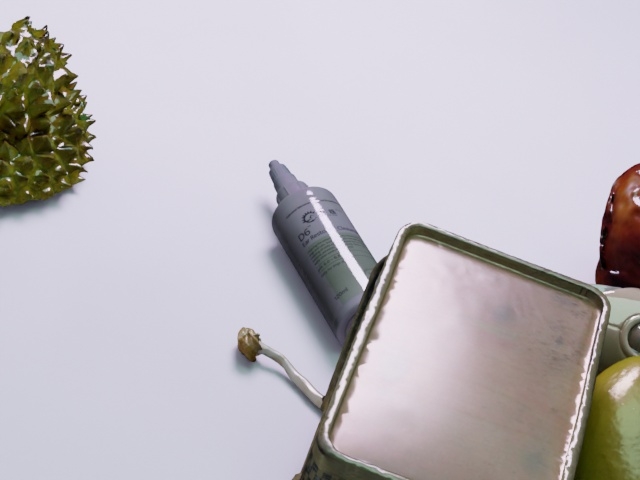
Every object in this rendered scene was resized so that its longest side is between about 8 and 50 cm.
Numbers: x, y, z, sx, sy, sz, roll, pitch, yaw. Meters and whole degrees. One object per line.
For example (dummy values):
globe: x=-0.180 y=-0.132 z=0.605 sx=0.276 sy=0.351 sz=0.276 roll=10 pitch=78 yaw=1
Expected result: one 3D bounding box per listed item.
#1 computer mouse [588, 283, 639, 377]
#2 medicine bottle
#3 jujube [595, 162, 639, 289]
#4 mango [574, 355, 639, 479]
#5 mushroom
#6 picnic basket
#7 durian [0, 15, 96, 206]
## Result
computer mouse: x=0.239 y=0.092 z=1.397 sx=0.236 sy=0.145 sz=0.082 roll=21 pitch=70 yaw=4
medicine bottle: x=0.000 y=0.000 z=1.472 sx=0.057 sy=0.057 sz=0.199 roll=-1 pitch=40 yaw=-28
jujube: x=0.371 y=0.013 z=1.533 sx=0.290 sy=0.197 sz=0.197 roll=8 pitch=33 yaw=9
mango: x=0.226 y=0.179 z=1.285 sx=0.122 sy=0.085 sz=0.191 roll=-27 pitch=79 yaw=-21
mushroom: x=0.034 y=0.152 z=1.317 sx=0.028 sy=0.026 sz=0.286 roll=-30 pitch=59 yaw=-30
picnic basket: x=0.079 y=0.126 z=1.235 sx=0.165 sy=0.139 sz=0.267 roll=20 pitch=41 yaw=2
durian: x=-0.223 y=-0.107 z=1.457 sx=0.119 sy=0.108 sz=0.187 roll=19 pitch=34 yaw=-2
